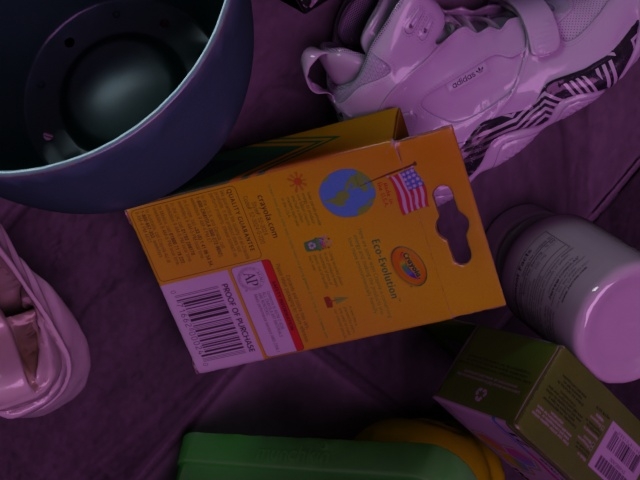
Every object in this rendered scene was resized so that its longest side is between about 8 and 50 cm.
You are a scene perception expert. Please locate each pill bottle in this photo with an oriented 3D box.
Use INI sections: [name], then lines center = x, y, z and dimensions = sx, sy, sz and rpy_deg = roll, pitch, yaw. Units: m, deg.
[pill bottle]
center = 0.264, 0.045, 1.304
dimensions = 0.131, 0.229, 0.131
rpy_deg = -8, 112, -19

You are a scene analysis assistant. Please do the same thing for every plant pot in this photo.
[plant pot]
center = -0.181, -0.151, 0.944
dimensions = 0.293, 0.293, 0.235
rpy_deg = -40, 163, -3

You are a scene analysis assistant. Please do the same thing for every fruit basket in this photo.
[fruit basket]
center = 0.057, 0.279, 1.291
dimensions = 0.392, 0.392, 0.283
rpy_deg = -36, 119, -5

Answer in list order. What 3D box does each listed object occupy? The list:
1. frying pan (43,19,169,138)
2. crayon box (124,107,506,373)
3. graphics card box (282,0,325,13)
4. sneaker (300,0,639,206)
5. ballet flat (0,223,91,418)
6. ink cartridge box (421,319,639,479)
[frying pan]
center = -0.173, -0.227, 1.092
dimensions = 0.197, 0.053, 0.326
rpy_deg = 22, 115, -25
[crayon box]
center = 0.000, 0.000, 1.195
dimensions = 0.318, 0.081, 0.202
rpy_deg = -12, 117, 14
[graphics card box]
center = -0.016, -0.417, 1.092
dimensions = 0.232, 0.094, 0.371
rpy_deg = -35, 117, -6
[sneaker]
center = 0.156, -0.201, 1.217
dimensions = 0.366, 0.137, 0.210
rpy_deg = -38, 122, 0
[ballet flat]
center = -0.295, 0.068, 1.079
dimensions = 0.139, 0.139, 0.400
rpy_deg = -26, 139, -10
[ink cartridge box]
center = 0.194, 0.175, 1.304
dimensions = 0.189, 0.255, 0.097
rpy_deg = 42, 72, -29
